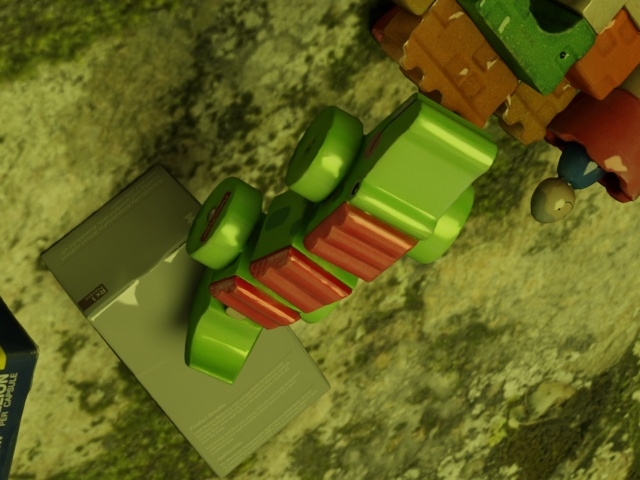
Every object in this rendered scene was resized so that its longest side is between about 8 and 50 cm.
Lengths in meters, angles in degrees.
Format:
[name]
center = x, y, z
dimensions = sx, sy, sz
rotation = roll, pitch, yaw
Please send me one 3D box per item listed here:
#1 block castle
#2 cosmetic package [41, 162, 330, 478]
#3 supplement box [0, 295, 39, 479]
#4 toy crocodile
[block castle]
center = 0.071, -0.219, 1.317
dimensions = 0.213, 0.303, 0.453
rotation = -50, 135, -4
[cosmetic package]
center = -0.103, 0.067, 1.537
dimensions = 0.127, 0.107, 0.238
rotation = -37, 132, -7
[supplement box]
center = -0.401, 0.116, 1.293
dimensions = 0.356, 0.195, 0.194
rotation = -3, 122, -33
[toy crocodile]
center = 0.000, 0.000, 1.328
dimensions = 0.115, 0.105, 0.340
rotation = 31, 144, -21
